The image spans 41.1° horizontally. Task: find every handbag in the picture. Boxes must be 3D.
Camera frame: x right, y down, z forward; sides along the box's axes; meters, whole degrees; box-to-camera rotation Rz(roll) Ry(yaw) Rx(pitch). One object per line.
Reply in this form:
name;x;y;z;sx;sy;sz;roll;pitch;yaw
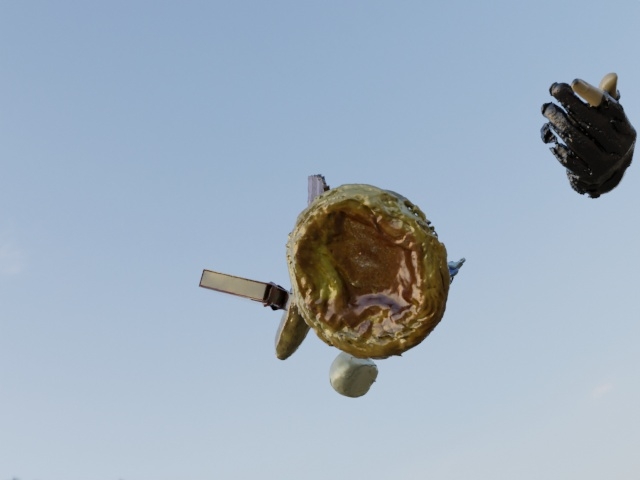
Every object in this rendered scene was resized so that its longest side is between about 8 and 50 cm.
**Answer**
handbag;-0.173;0.117;2.008;0.190;0.063;0.127;11;-9;27

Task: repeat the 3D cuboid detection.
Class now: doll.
doll;0.278;0.102;2.106;0.195;0.096;0.070;-35;-74;7

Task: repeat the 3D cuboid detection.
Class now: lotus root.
lotus root;-0.064;0.225;2.419;0.110;0.097;0.258;-25;-42;-57

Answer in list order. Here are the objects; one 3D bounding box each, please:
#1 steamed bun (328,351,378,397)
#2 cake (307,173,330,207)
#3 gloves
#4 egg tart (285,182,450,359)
steamed bun;0.072;0.317;2.042;0.112;0.091;0.130;-57;-36;4
cake;0.000;0.000;1.862;0.113;0.116;0.295;-11;-73;-17
gloves;0.381;-0.154;1.189;0.129;0.106;0.180;-31;-38;9
egg tart;0.096;0.056;1.663;0.352;0.352;0.150;-37;-6;28
